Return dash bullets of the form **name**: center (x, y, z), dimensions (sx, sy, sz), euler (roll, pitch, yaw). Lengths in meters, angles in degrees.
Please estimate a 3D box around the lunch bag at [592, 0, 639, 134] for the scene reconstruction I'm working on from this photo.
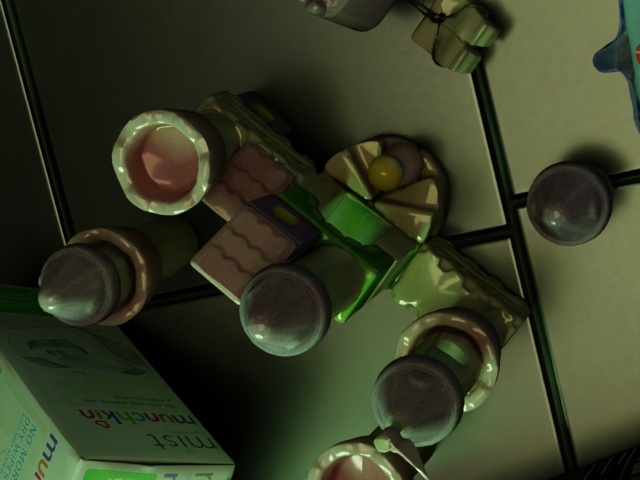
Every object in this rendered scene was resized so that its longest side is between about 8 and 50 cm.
- **lunch bag**: center (0.301, -0.133, 1.026), dimensions (0.293, 0.138, 0.221), euler (-6, 100, 32)

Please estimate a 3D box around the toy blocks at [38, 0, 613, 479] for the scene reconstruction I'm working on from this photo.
- **toy blocks**: center (0.000, 0.000, 1.068), dimensions (0.288, 0.260, 0.309), euler (39, 110, 8)

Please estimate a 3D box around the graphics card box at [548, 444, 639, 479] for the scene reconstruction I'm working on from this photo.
- **graphics card box**: center (0.130, 0.297, 1.173), dimensions (0.371, 0.094, 0.232), euler (-26, 92, 21)

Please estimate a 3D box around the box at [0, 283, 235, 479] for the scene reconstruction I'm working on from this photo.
- **box**: center (-0.198, 0.197, 1.195), dimensions (0.231, 0.127, 0.262), euler (44, 117, 46)
